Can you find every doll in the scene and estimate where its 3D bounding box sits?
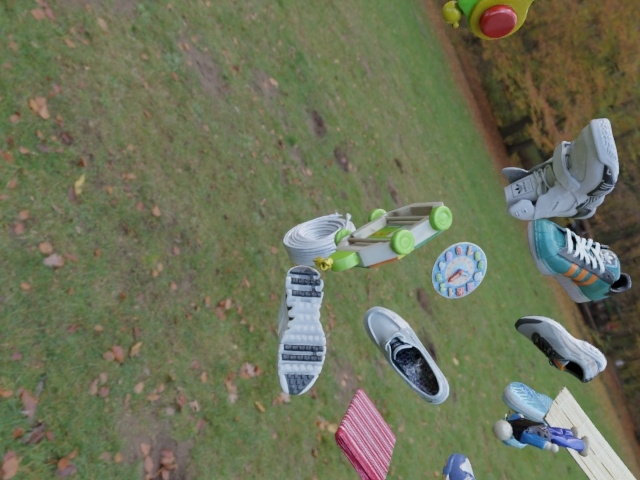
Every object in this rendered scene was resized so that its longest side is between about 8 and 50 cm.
[{"bbox_3d":[0.424,0.378,1.064,0.129,0.189,0.046,-126,-131,-78],"label":"doll"}]

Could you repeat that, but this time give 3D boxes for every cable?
[{"bbox_3d":[0.000,0.000,1.897,0.257,0.257,0.089,-101,180,-66],"label":"cable"}]

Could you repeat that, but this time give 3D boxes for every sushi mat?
[{"bbox_3d":[0.625,0.495,1.233,0.151,0.019,0.316,-23,73,-45],"label":"sushi mat"}]

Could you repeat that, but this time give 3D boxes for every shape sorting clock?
[{"bbox_3d":[0.470,0.103,1.849,0.206,0.206,0.040,52,1,-30],"label":"shape sorting clock"}]

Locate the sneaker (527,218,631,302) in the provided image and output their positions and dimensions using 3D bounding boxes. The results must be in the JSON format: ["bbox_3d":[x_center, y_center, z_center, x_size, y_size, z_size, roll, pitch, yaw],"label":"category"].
[{"bbox_3d":[0.527,0.033,1.108,0.302,0.121,0.108,32,54,-37],"label":"sneaker"}]

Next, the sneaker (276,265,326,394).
[{"bbox_3d":[-0.052,0.210,1.259,0.110,0.118,0.291,13,64,-17],"label":"sneaker"}]

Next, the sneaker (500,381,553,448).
[{"bbox_3d":[0.629,0.575,1.752,0.319,0.208,0.127,30,24,-35],"label":"sneaker"}]

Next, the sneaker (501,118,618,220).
[{"bbox_3d":[0.537,-0.141,1.259,0.366,0.211,0.137,57,29,-65],"label":"sneaker"}]

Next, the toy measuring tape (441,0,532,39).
[{"bbox_3d":[0.403,-0.462,1.056,0.121,0.331,0.121,-7,90,-75],"label":"toy measuring tape"}]

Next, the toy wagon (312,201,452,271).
[{"bbox_3d":[0.137,-0.003,1.300,0.345,0.267,0.068,-30,105,-24],"label":"toy wagon"}]

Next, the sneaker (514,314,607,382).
[{"bbox_3d":[0.701,0.318,1.632,0.108,0.272,0.100,-37,142,-27],"label":"sneaker"}]

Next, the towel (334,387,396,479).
[{"bbox_3d":[0.131,0.556,1.545,0.198,0.031,0.275,55,20,0],"label":"towel"}]

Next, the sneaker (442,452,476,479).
[{"bbox_3d":[0.370,0.625,1.283,0.112,0.131,0.296,46,25,-22],"label":"sneaker"}]

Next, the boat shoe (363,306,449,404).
[{"bbox_3d":[0.161,0.210,1.047,0.227,0.079,0.081,50,0,26],"label":"boat shoe"}]
